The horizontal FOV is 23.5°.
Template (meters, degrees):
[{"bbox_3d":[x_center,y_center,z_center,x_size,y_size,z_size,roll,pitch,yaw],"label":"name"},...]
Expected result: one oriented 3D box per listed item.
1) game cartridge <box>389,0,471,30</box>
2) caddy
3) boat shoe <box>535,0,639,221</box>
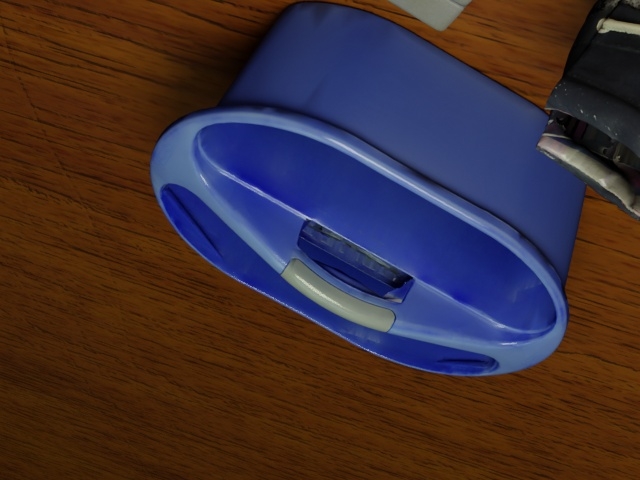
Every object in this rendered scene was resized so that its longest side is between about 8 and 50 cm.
[{"bbox_3d":[-0.018,-0.284,0.936,0.355,0.068,0.230,30,152,-10],"label":"game cartridge"},{"bbox_3d":[0.038,-0.018,1.181,0.341,0.179,0.241,29,147,-8],"label":"caddy"},{"bbox_3d":[0.292,-0.042,0.929,0.340,0.158,0.127,31,156,19],"label":"boat shoe"}]
